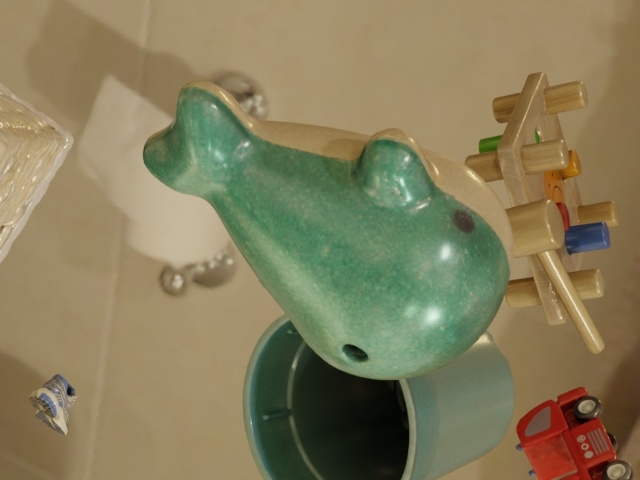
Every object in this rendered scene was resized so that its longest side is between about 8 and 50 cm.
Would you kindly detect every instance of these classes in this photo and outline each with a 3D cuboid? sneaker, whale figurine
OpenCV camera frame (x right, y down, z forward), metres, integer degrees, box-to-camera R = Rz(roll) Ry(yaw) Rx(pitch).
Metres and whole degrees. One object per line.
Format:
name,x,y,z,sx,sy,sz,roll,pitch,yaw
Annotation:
sneaker,-0.357,0.224,1.695,0.058,0.052,0.135,-54,171,-26
whale figurine,0.000,0.000,0.858,0.216,0.272,0.141,-41,-156,53

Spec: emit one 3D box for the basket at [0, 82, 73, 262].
basket,-0.488,-0.065,1.242,0.328,0.331,0.266,-55,-179,3

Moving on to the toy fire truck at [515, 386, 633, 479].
toy fire truck,0.148,0.191,0.807,0.192,0.135,0.047,-104,168,-55

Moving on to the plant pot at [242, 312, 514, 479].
plant pot,0.115,0.256,1.955,0.334,0.341,0.341,-4,115,-48

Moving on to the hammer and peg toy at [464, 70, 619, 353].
hammer and peg toy,0.276,-0.027,1.554,0.266,0.127,0.361,69,27,-24
